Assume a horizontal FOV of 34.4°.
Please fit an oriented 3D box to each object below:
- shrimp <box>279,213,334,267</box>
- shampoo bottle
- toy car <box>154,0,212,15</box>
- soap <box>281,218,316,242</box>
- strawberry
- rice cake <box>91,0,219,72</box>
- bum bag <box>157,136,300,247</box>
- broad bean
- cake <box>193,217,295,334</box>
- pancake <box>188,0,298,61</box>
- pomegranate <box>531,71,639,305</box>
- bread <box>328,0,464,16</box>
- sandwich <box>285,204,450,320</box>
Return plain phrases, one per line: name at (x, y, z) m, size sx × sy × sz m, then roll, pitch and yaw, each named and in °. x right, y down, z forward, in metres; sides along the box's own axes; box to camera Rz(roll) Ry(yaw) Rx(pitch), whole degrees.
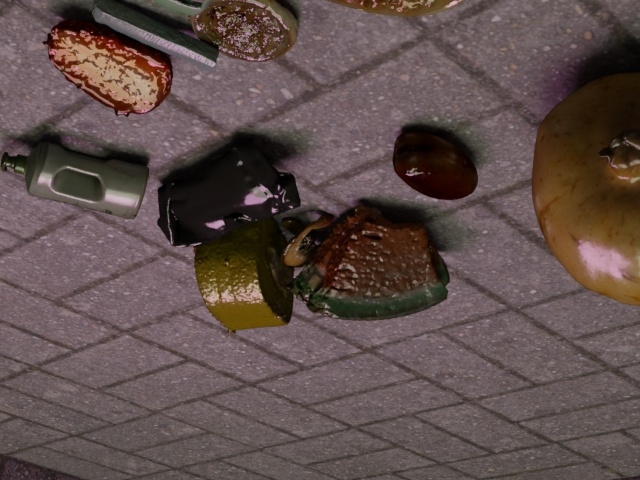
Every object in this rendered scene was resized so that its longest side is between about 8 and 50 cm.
shrimp at (-0.001, -0.001, 1.897) m, size 0.178 × 0.034 × 0.124 m, roll -1°, pitch 132°, yaw -47°
shampoo bottle at (-0.413, -0.105, 1.724) m, size 0.234 × 0.087 × 0.118 m, roll 14°, pitch 153°, yaw -16°
toy car at (-0.139, -0.351, 1.242) m, size 0.090 × 0.076 × 0.224 m, roll 18°, pitch 149°, yaw -21°
soap at (-0.040, -0.017, 1.908) m, size 0.034 × 0.012 × 0.089 m, roll -13°, pitch 147°, yaw 28°
strawberry at (-0.291, -0.257, 1.452) m, size 0.188 × 0.082 × 0.121 m, roll 32°, pitch 122°, yaw -26°
rice cake at (-0.225, -0.280, 1.414) m, size 0.180 × 0.030 × 0.042 m, roll 23°, pitch 157°, yaw -17°
bum bag at (-0.166, -0.078, 1.729) m, size 0.326 × 0.079 × 0.142 m, roll -19°, pitch 109°, yaw 39°
broad bean at (0.181, -0.111, 1.637) m, size 0.114 × 0.084 × 0.165 m, roll 5°, pitch 163°, yaw 35°
cake at (-0.134, 0.067, 1.904) m, size 0.156 × 0.179 × 0.260 m, roll -3°, pitch 149°, yaw 17°
pancake at (-0.104, -0.290, 1.400) m, size 0.152 × 0.025 × 0.151 m, roll 8°, pitch 156°, yaw 4°
pomegranate at (0.444, -0.074, 1.408) m, size 0.343 × 0.342 × 0.342 m, roll 4°, pitch 152°, yaw 2°
bread at (0.082, -0.371, 1.087) m, size 0.306 × 0.158 × 0.305 m, roll 7°, pitch 152°, yaw 4°
sandwich at (0.110, 0.048, 1.849) m, size 0.292 × 0.109 × 0.212 m, roll 11°, pitch 115°, yaw -19°
